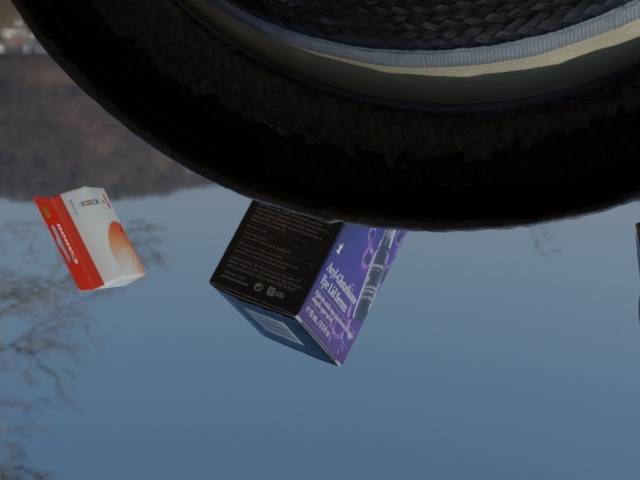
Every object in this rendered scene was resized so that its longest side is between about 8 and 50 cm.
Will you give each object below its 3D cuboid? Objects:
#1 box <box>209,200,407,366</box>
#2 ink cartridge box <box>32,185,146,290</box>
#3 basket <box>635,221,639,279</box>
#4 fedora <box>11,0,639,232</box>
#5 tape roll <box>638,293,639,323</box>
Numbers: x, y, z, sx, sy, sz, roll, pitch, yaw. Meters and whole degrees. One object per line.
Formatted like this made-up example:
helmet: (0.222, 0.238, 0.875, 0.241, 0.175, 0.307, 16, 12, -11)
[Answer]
box: (0.000, 0.000, 1.265, 0.108, 0.207, 0.153, 20, 165, 26)
ink cartridge box: (-0.314, -0.006, 1.689, 0.045, 0.145, 0.179, -28, 176, 7)
basket: (0.397, 0.033, 1.076, 0.227, 0.204, 0.154, -6, 167, 13)
fedora: (0.010, -0.166, 0.320, 0.334, 0.334, 0.152, 3, 171, 19)
tape roll: (0.436, 0.065, 1.238, 0.219, 0.219, 0.072, -1, -154, -10)
